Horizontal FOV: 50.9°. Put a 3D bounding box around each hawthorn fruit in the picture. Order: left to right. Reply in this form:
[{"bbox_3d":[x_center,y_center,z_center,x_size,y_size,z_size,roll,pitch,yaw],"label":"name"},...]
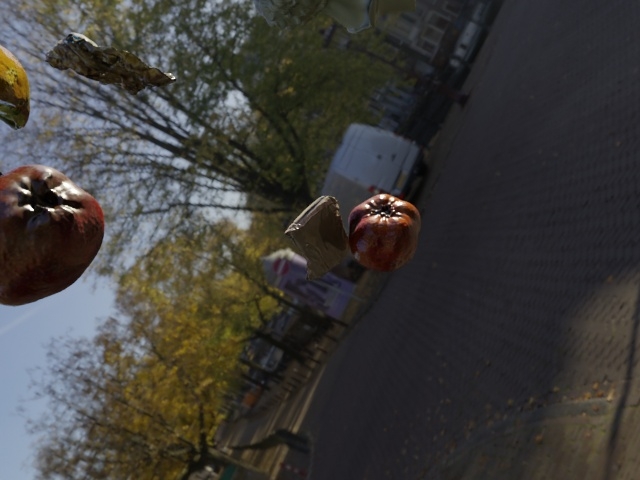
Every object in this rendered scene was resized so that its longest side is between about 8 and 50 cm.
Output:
[{"bbox_3d":[-0.643,0.020,1.484,0.369,0.285,0.285,-62,2,29],"label":"hawthorn fruit"},{"bbox_3d":[0.171,0.006,1.830,0.243,0.207,0.207,82,-155,-44],"label":"hawthorn fruit"}]

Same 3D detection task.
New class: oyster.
[{"bbox_3d":[-0.421,-0.355,1.379,0.214,0.223,0.083,11,-84,-48],"label":"oyster"}]

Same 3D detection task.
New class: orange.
[{"bbox_3d":[-0.762,-0.344,1.450,0.334,0.262,0.196,140,151,-72],"label":"orange"}]

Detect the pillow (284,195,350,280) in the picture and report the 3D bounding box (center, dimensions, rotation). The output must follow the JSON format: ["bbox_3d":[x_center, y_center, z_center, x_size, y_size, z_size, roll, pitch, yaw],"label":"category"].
[{"bbox_3d":[0.000,0.000,1.765,0.173,0.067,0.270,-46,-32,-19],"label":"pillow"}]

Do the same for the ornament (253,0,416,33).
[{"bbox_3d":[0.024,-0.411,1.134,0.130,0.285,0.120,-127,39,-71],"label":"ornament"}]
